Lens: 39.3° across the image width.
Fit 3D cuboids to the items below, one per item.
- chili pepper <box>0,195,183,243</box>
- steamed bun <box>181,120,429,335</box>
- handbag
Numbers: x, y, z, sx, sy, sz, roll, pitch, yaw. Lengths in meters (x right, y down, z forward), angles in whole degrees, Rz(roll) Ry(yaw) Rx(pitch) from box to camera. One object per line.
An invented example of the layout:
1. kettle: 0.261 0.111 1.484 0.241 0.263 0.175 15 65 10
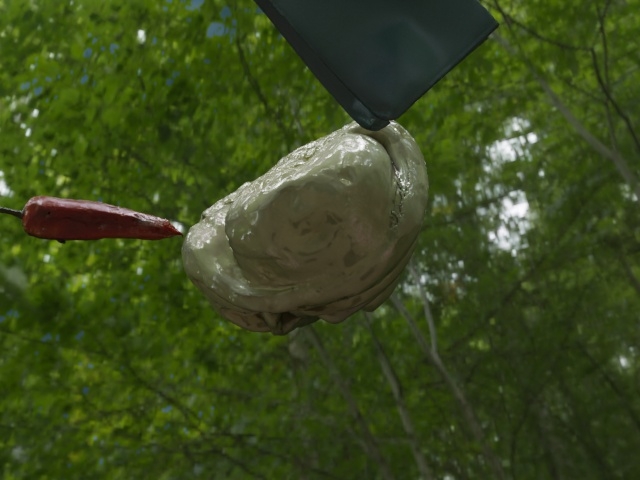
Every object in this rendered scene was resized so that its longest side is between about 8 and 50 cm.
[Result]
1. chili pepper: -0.315 -0.026 1.199 0.268 0.059 0.050 7 -28 -14
2. steamed bun: 0.000 0.000 1.218 0.352 0.339 0.247 -24 -80 35
3. handbag: 0.025 -0.211 0.722 0.144 0.057 0.221 -43 -87 -8
